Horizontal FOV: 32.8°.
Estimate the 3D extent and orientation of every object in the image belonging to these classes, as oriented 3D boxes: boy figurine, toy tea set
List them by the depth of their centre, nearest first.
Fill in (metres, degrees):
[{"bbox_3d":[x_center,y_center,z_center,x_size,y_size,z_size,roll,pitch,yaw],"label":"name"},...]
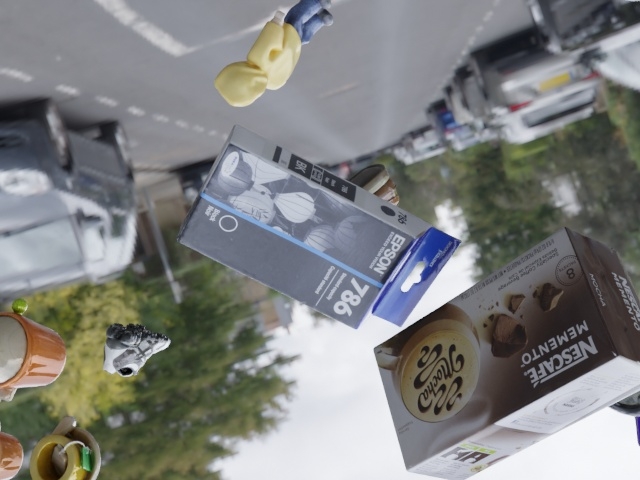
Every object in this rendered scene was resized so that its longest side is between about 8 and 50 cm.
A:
[{"bbox_3d":[-0.391,0.243,1.336,0.200,0.336,0.124,-32,155,16],"label":"toy tea set"},{"bbox_3d":[-0.090,-0.364,2.110,0.285,0.092,0.177,-49,160,-14],"label":"boy figurine"}]

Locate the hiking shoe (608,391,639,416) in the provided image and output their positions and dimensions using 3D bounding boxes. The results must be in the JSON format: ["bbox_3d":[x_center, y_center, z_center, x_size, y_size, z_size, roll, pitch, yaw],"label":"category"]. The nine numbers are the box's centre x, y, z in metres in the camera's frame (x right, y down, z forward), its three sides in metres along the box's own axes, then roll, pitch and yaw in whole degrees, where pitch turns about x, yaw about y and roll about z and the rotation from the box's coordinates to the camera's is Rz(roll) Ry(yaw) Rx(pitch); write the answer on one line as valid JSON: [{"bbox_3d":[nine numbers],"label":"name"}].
[{"bbox_3d":[0.394,0.160,1.524,0.086,0.227,0.114,-39,-179,-1],"label":"hiking shoe"}]

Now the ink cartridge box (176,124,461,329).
[{"bbox_3d":[0.000,0.000,1.387,0.165,0.332,0.065,-60,-169,28],"label":"ink cartridge box"}]

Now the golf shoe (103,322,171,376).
[{"bbox_3d":[-0.350,0.205,2.025,0.077,0.094,0.198,19,-179,22],"label":"golf shoe"}]

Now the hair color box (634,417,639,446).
[{"bbox_3d":[0.675,0.274,1.657,0.338,0.110,0.185,-15,149,31],"label":"hair color box"}]

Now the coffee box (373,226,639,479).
[{"bbox_3d":[0.221,0.138,1.247,0.297,0.168,0.119,-35,143,31],"label":"coffee box"}]

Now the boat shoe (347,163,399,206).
[{"bbox_3d":[0.036,-0.027,2.191,0.307,0.104,0.110,-36,-156,-13],"label":"boat shoe"}]
